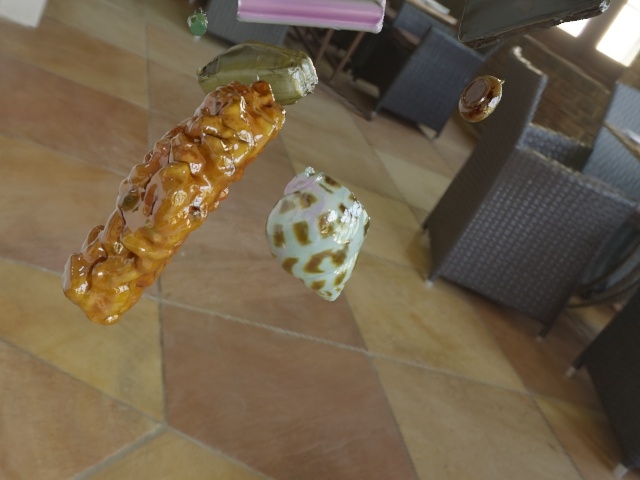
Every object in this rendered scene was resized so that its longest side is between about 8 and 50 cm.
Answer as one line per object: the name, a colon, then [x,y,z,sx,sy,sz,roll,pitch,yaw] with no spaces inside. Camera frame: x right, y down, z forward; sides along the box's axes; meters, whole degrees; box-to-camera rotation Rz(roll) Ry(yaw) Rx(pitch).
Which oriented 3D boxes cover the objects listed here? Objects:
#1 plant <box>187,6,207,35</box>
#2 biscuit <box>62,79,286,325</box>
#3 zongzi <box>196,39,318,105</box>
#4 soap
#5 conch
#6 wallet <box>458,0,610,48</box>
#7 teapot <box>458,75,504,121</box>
plant: [-0.311,-0.556,1.807,0.051,0.051,0.102,19,34,-23]
biscuit: [-0.190,-0.057,0.925,0.110,0.312,0.318,42,28,-8]
zongzi: [-0.105,-0.417,1.659,0.274,0.145,0.300,1,39,28]
soap: [-0.010,-0.345,0.984,0.203,0.065,0.122,3,42,-1]
conch: [0.000,-0.001,1.620,0.249,0.197,0.368,9,-21,30]
wallet: [0.415,-0.474,1.394,0.309,0.165,0.042,-5,-23,43]
teapot: [0.387,-0.336,1.698,0.098,0.129,0.078,31,-2,46]
